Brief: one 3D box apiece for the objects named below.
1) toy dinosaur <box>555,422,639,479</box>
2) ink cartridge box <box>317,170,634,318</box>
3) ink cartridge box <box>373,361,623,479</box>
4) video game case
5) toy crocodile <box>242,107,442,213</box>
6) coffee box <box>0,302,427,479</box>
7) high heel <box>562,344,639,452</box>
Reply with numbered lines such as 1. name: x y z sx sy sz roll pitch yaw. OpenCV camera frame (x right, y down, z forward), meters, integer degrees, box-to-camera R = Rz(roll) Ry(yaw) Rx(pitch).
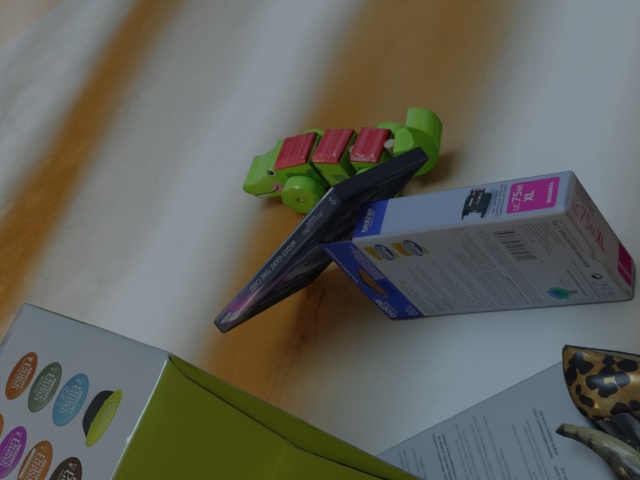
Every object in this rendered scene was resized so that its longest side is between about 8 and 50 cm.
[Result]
1. toy dinosaur: 0.330 0.216 0.937 0.268 0.064 0.118 46 106 31
2. ink cartridge box: 0.172 0.014 1.237 0.311 0.186 0.065 -10 52 34
3. ink cartridge box: 0.154 0.321 1.060 0.330 0.071 0.324 -31 40 17
4. video game case: 0.000 0.000 1.339 0.196 0.026 0.274 -28 -15 -51
5. toy crocodile: 0.025 -0.114 1.542 0.341 0.105 0.115 -3 52 38
6. coffee box: -0.167 0.295 1.064 0.334 0.338 0.337 8 70 53
7. high heel: 0.364 0.098 1.019 0.261 0.093 0.186 -45 73 5
